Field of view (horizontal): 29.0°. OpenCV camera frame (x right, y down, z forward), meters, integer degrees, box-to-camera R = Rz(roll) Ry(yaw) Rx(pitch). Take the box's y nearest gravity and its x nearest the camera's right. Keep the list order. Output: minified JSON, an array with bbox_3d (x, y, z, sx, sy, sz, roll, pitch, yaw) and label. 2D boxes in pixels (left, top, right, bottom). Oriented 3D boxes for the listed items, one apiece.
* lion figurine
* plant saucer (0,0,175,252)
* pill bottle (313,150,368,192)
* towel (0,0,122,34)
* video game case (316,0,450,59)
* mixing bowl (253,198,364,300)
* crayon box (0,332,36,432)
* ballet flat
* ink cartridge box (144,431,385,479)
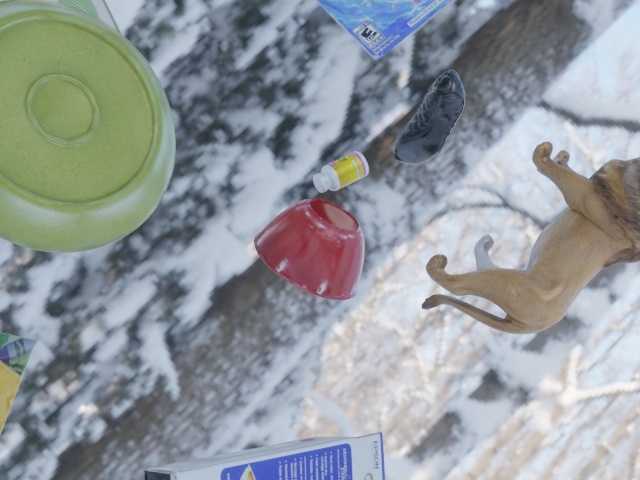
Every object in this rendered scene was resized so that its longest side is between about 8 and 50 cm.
[{"bbox_3d":[0.335,0.015,1.688,0.240,0.392,0.142,45,11,28],"label":"lion figurine"},{"bbox_3d":[-0.231,-0.109,1.086,0.241,0.241,0.037,49,-34,-7],"label":"plant saucer"},{"bbox_3d":[0.031,-0.105,1.927,0.043,0.083,0.043,48,-27,33],"label":"pill bottle"},{"bbox_3d":[-0.318,-0.266,1.291,0.325,0.038,0.248,27,30,-54],"label":"towel"},{"bbox_3d":[0.086,-0.380,1.448,0.244,0.269,0.061,41,24,-29],"label":"video game case"},{"bbox_3d":[0.000,0.000,1.902,0.181,0.098,0.181,25,23,-12],"label":"mixing bowl"},{"bbox_3d":[-0.522,0.244,1.582,0.203,0.323,0.083,9,-23,19],"label":"crayon box"},{"bbox_3d":[0.142,-0.151,1.585,0.057,0.049,0.173,19,-35,-13],"label":"ballet flat"},{"bbox_3d":[-0.054,0.339,1.499,0.069,0.370,0.176,-4,-92,43],"label":"ink cartridge box"}]
